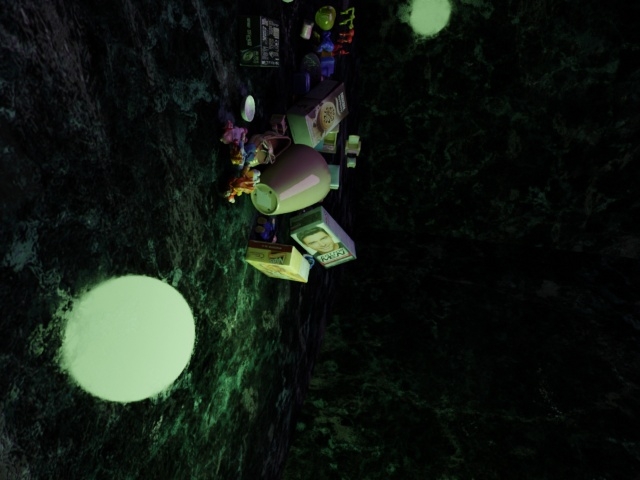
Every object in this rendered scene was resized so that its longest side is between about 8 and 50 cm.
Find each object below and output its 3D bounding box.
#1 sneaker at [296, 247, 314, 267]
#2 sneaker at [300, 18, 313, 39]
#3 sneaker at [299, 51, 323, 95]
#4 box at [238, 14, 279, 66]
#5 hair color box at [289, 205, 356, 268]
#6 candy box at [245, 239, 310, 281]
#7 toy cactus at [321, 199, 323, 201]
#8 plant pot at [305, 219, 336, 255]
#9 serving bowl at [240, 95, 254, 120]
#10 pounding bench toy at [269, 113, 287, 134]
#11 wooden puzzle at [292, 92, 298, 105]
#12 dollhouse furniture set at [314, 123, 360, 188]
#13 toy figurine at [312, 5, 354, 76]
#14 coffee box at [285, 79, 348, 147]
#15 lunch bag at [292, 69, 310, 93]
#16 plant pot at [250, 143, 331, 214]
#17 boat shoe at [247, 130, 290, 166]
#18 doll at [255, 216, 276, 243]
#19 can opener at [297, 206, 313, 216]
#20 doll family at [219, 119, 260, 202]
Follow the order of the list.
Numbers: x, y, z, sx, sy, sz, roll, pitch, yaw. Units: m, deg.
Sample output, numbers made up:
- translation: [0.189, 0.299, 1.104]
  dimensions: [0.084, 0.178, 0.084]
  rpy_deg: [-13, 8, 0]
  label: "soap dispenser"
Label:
- translation: [-0.089, 0.112, 2.295]
  dimensions: [0.296, 0.130, 0.112]
  rpy_deg: [-41, 135, -74]
  label: "sneaker"
- translation: [-0.064, -0.951, 1.995]
  dimensions: [0.134, 0.051, 0.070]
  rpy_deg: [-83, -169, -54]
  label: "sneaker"
- translation: [-0.043, -0.771, 2.119]
  dimensions: [0.319, 0.112, 0.131]
  rpy_deg: [80, 0, -53]
  label: "sneaker"
- translation: [-0.200, -0.654, 1.463]
  dimensions: [0.180, 0.077, 0.147]
  rpy_deg: [-56, 151, -65]
  label: "box"
- translation: [0.018, -0.007, 2.252]
  dimensions: [0.374, 0.185, 0.114]
  rpy_deg: [45, 31, -47]
  label: "hair color box"
- translation: [-0.165, 0.090, 1.804]
  dimensions: [0.316, 0.182, 0.088]
  rpy_deg: [56, 43, -72]
  label: "candy box"
- translation: [-0.031, -0.224, 2.165]
  dimensions: [0.112, 0.219, 0.180]
  rpy_deg: [56, 13, 25]
  label: "toy cactus"
- translation: [0.000, 0.000, 2.550]
  dimensions: [0.188, 0.166, 0.188]
  rpy_deg: [82, 19, -54]
  label: "plant pot"
- translation: [-0.248, -0.443, 1.482]
  dimensions: [0.083, 0.027, 0.083]
  rpy_deg: [8, 90, -77]
  label: "serving bowl"
- translation: [-0.172, -0.451, 1.767]
  dimensions: [0.065, 0.052, 0.083]
  rpy_deg: [82, 19, -51]
  label: "pounding bench toy"
- translation: [-0.117, -0.645, 2.014]
  dimensions: [0.083, 0.006, 0.049]
  rpy_deg: [-62, 156, -59]
  label: "wooden puzzle"
- translation: [0.054, -0.400, 2.209]
  dimensions: [0.198, 0.286, 0.304]
  rpy_deg: [95, 1, -69]
  label: "dollhouse furniture set"
- translation: [0.058, -0.876, 2.056]
  dimensions: [0.362, 0.191, 0.217]
  rpy_deg: [111, -20, -79]
  label: "toy figurine"
- translation: [-0.008, -0.583, 2.019]
  dimensions: [0.297, 0.118, 0.168]
  rpy_deg: [-50, 144, -28]
  label: "coffee box"
- translation: [-0.085, -0.710, 1.983]
  dimensions: [0.065, 0.067, 0.099]
  rpy_deg: [-61, 154, -61]
  label: "lunch bag"
- translation: [-0.137, -0.209, 1.710]
  dimensions: [0.274, 0.256, 0.257]
  rpy_deg: [-42, 140, -47]
  label: "plant pot"
- translation: [-0.193, -0.347, 1.641]
  dimensions: [0.285, 0.089, 0.105]
  rpy_deg: [-63, 157, -57]
  label: "boat shoe"
- translation: [-0.215, -0.034, 1.826]
  dimensions: [0.189, 0.046, 0.129]
  rpy_deg: [65, 35, -67]
  label: "doll"
- translation: [-0.060, -0.180, 2.337]
  dimensions: [0.283, 0.095, 0.076]
  rpy_deg: [-70, 163, -44]
  label: "can opener"
- translation: [-0.245, -0.242, 1.397]
  dimensions: [0.163, 0.118, 0.263]
  rpy_deg: [-51, 146, -67]
  label: "doll family"
